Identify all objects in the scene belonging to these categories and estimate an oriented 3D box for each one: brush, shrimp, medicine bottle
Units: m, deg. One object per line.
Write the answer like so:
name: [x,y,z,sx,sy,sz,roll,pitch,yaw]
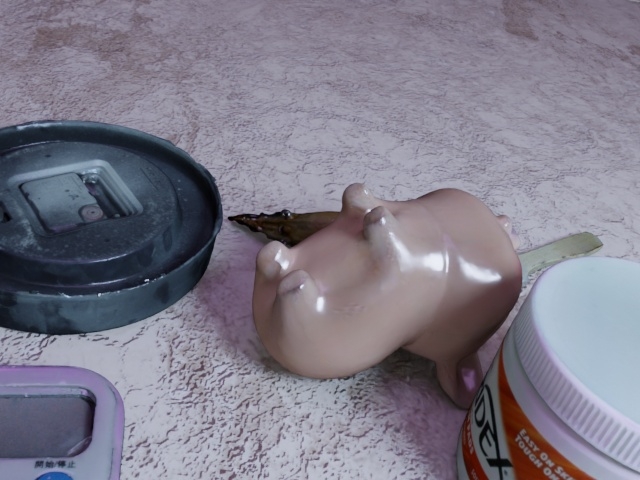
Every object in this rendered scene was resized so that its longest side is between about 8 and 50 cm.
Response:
brush: [0.330,0.033,1.090,0.336,0.020,0.085,-13,44,-32]
shrimp: [-0.006,0.002,1.006,0.261,0.117,0.066,3,62,22]
medicine bottle: [0.287,0.183,0.700,0.252,0.241,0.253,9,37,-7]

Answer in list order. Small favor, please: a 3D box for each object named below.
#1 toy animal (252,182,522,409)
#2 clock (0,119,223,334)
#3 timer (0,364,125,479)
toy animal: [0.086,0.058,0.831,0.326,0.269,0.237,-28,44,0]
clock: [-0.324,-0.032,0.927,0.385,0.077,0.386,8,37,-6]
timer: [-0.289,0.200,0.642,0.208,0.069,0.191,2,38,-13]
